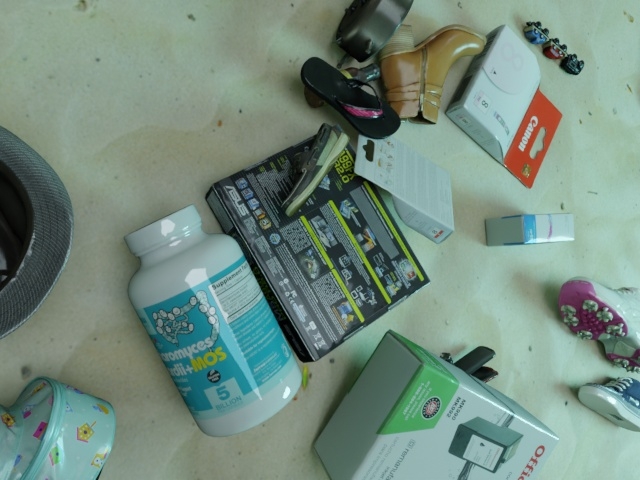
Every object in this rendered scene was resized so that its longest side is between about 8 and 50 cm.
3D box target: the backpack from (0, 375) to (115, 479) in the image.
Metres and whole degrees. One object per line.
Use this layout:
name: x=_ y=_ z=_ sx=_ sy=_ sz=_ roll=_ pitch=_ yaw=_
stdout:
backpack: x=-0.309 y=0.237 z=0.597 sx=0.144 sy=0.165 sz=0.188 roll=43 pitch=67 yaw=-28

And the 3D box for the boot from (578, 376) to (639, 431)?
boot: x=0.564 y=0.293 z=1.095 sx=0.190 sy=0.069 sz=0.086 roll=35 pitch=65 yaw=-29

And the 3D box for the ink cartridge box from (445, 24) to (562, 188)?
ink cartridge box: x=0.353 y=-0.236 z=1.022 sx=0.232 sy=0.066 sz=0.189 roll=34 pitch=72 yaw=-16

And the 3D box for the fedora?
fedora: x=-0.400 y=-0.010 z=0.588 sx=0.275 sy=0.124 sz=0.244 roll=22 pitch=75 yaw=-15

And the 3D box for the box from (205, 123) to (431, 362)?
box: x=0.000 y=0.000 z=0.799 sx=0.216 sy=0.060 sz=0.270 roll=-31 pitch=90 yaw=-25

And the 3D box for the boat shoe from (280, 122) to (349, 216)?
boat shoe: x=-0.016 y=-0.096 z=0.757 sx=0.049 sy=0.056 sz=0.152 roll=36 pitch=57 yaw=-5

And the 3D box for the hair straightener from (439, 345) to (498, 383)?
hair straightener: x=0.187 y=0.217 z=0.915 sx=0.230 sy=0.047 sz=0.089 roll=-18 pitch=109 yaw=-21

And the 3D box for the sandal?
sandal: x=0.052 y=-0.205 z=0.826 sx=0.179 sy=0.040 sz=0.067 roll=28 pitch=65 yaw=-28

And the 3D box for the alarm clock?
alarm clock: x=0.086 y=-0.351 z=0.848 sx=0.064 sy=0.129 sz=0.192 roll=35 pitch=80 yaw=-20

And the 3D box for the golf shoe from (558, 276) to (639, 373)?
golf shoe: x=0.556 y=0.135 z=1.082 sx=0.306 sy=0.115 sz=0.140 roll=37 pitch=61 yaw=-27

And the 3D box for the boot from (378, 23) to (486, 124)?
boot: x=0.186 y=-0.266 z=0.931 sx=0.197 sy=0.073 sz=0.153 roll=-5 pitch=88 yaw=-15

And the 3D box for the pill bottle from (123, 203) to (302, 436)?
pill bottle: x=-0.139 y=0.093 z=0.703 sx=0.146 sy=0.146 sz=0.264 roll=-30 pitch=99 yaw=-25

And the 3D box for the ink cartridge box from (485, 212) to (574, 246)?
ink cartridge box: x=0.365 y=-0.019 z=0.994 sx=0.122 sy=0.088 sz=0.052 roll=-4 pitch=89 yaw=-27

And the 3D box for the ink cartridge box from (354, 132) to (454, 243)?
ink cartridge box: x=0.121 y=-0.090 z=0.867 sx=0.179 sy=0.045 sz=0.145 roll=26 pitch=41 yaw=-15

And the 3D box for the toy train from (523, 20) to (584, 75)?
toy train: x=0.446 y=-0.366 z=1.092 sx=0.158 sy=0.027 sz=0.036 roll=29 pitch=85 yaw=-23

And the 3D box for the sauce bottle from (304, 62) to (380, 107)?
sauce bottle: x=0.036 y=-0.240 z=0.868 sx=0.128 sy=0.042 sz=0.042 roll=-28 pitch=99 yaw=-23

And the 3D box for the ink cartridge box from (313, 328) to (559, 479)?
ink cartridge box: x=0.172 y=0.294 z=0.828 sx=0.289 sy=0.121 sz=0.211 roll=31 pitch=92 yaw=-24
